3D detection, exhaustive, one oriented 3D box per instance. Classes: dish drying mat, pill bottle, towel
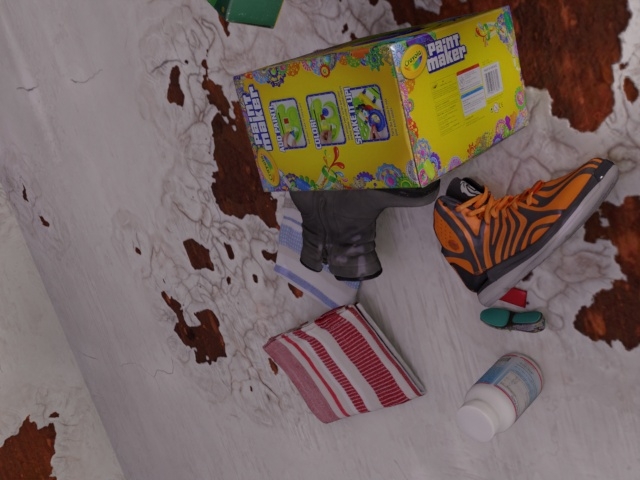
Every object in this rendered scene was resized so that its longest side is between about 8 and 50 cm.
[{"bbox_3d":[0.298,0.086,1.177,0.083,0.008,0.032,19,123,37],"label":"dish drying mat"},{"bbox_3d":[0.290,0.256,1.166,0.087,0.160,0.087,23,127,35],"label":"pill bottle"},{"bbox_3d":[0.037,0.265,1.488,0.237,0.037,0.329,52,139,-6],"label":"towel"},{"bbox_3d":[0.000,0.000,1.399,0.209,0.034,0.284,32,131,26],"label":"towel"}]

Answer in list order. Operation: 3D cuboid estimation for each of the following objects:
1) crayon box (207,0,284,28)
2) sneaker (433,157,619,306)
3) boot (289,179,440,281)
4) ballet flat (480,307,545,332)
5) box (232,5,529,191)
[{"bbox_3d":[-0.086,-0.465,0.903,0.203,0.083,0.322,51,129,36],"label":"crayon box"},{"bbox_3d":[0.269,-0.044,1.045,0.180,0.125,0.321,48,137,11],"label":"sneaker"},{"bbox_3d":[0.081,-0.032,1.227,0.338,0.118,0.222,13,123,49],"label":"boot"},{"bbox_3d":[0.314,0.135,1.169,0.114,0.041,0.041,-2,111,46],"label":"ballet flat"},{"bbox_3d":[0.089,-0.195,1.009,0.279,0.290,0.176,1,113,43],"label":"box"}]
